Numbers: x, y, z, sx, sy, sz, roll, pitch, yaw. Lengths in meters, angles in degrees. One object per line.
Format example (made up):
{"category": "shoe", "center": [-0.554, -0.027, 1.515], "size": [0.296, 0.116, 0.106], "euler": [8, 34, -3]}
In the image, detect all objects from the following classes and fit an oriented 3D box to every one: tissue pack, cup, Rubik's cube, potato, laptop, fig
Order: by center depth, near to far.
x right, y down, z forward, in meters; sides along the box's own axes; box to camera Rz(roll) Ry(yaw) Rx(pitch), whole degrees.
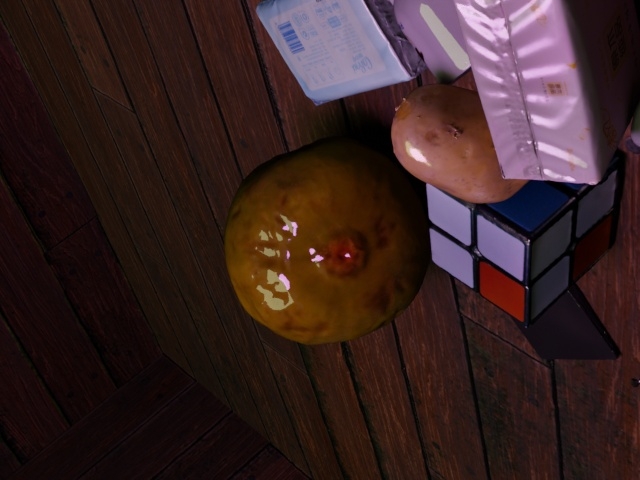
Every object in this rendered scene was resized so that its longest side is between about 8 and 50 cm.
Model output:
{"category": "tissue pack", "center": [0.240, -0.201, 1.063], "size": [0.124, 0.185, 0.225], "euler": [5, 133, 35]}
{"category": "potato", "center": [0.161, -0.108, 1.181], "size": [0.178, 0.118, 0.109], "euler": [19, -164, -10]}
{"category": "cup", "center": [0.162, -0.277, 1.223], "size": [0.134, 0.173, 0.142], "euler": [-37, 90, 36]}
{"category": "Rubik's cube", "center": [0.252, -0.035, 1.314], "size": [0.167, 0.183, 0.180], "euler": [37, 152, 33]}
{"category": "tissue pack", "center": [0.034, -0.293, 1.456], "size": [0.177, 0.089, 0.263], "euler": [57, 155, -16]}
{"category": "laptop", "center": [0.354, 0.125, 1.582], "size": [0.135, 0.016, 0.197], "euler": [54, 159, -10]}
{"category": "fig", "center": [0.008, -0.007, 1.667], "size": [0.343, 0.343, 0.343], "euler": [41, 155, 23]}

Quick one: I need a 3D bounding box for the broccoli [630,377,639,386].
{"category": "broccoli", "center": [0.485, 0.153, 1.083], "size": [0.348, 0.293, 0.281], "euler": [109, 158, -52]}

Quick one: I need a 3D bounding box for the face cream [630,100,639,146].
{"category": "face cream", "center": [0.451, -0.068, 1.011], "size": [0.314, 0.089, 0.143], "euler": [32, 116, 33]}
